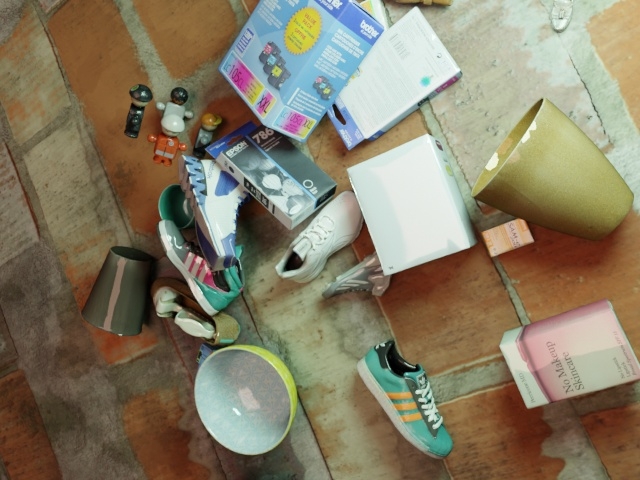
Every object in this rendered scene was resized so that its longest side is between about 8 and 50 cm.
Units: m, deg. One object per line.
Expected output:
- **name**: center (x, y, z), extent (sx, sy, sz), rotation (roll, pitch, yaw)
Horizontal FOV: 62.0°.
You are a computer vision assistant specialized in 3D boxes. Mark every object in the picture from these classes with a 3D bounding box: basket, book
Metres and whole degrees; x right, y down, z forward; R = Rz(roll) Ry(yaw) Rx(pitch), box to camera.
- **basket**: center (-0.603, 0.145, 1.618), extent (0.204, 0.154, 0.227), rotation (24, 100, 20)
- **book**: center (0.091, -0.519, 1.301), extent (0.144, 0.035, 0.096), rotation (-14, 90, 27)

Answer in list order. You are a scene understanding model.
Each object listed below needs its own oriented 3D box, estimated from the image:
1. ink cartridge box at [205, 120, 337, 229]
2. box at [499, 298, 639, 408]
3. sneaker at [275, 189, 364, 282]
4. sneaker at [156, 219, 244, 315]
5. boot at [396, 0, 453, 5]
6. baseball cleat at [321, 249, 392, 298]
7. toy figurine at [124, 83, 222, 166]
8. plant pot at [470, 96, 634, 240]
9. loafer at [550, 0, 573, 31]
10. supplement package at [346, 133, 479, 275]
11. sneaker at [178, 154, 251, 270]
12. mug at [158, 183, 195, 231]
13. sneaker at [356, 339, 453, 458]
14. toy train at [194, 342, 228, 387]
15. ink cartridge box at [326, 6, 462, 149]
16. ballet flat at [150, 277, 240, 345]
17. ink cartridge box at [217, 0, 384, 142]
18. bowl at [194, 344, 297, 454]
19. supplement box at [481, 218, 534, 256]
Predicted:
- **ink cartridge box**: center (-0.131, -0.190, 1.364), extent (0.332, 0.165, 0.065), rotation (42, 155, 16)
- **box**: center (0.519, 0.237, 1.117), extent (0.232, 0.127, 0.149), rotation (-26, 84, 24)
- **sneaker**: center (0.000, 0.000, 1.335), extent (0.111, 0.129, 0.297), rotation (43, 109, 18)
- **sneaker**: center (-0.301, 0.042, 1.448), extent (0.178, 0.124, 0.295), rotation (-30, 101, 4)
- **boot**: center (0.231, -0.673, 1.179), extent (0.220, 0.109, 0.283), rotation (23, 106, 23)
- **baseball cleat**: center (0.098, 0.111, 1.332), extent (0.206, 0.072, 0.109), rotation (-38, 85, 26)
- **toy figurine**: center (-0.402, -0.323, 1.446), extent (0.213, 0.209, 0.148), rotation (42, 126, 20)
- **plant pot**: center (0.478, -0.117, 1.072), extent (0.254, 0.237, 0.237), rotation (34, 108, 2)
- **loafer**: center (0.506, -0.502, 1.106), extent (0.045, 0.039, 0.125), rotation (13, 100, 23)
- **supplement package**: center (0.214, -0.079, 1.220), extent (0.204, 0.145, 0.262), rotation (-21, 86, 25)
- **sneaker**: center (-0.243, -0.095, 1.391), extent (0.315, 0.182, 0.127), rotation (69, 153, 16)
- **mug**: center (-0.390, -0.093, 1.523), extent (0.157, 0.097, 0.129), rotation (-22, 86, 25)
- **sneaker**: center (0.222, 0.376, 1.277), extent (0.302, 0.108, 0.121), rotation (48, 116, 15)
- **toy train**: center (-0.313, 0.383, 1.544), extent (0.105, 0.080, 0.184), rotation (28, 108, 30)
- **ink cartridge box**: center (0.154, -0.374, 1.268), extent (0.311, 0.065, 0.186), rotation (-34, 80, 21)
- **ballet flat**: center (-0.392, 0.207, 1.535), extent (0.342, 0.124, 0.116), rotation (30, 106, 20)
- **ink cartridge box**: center (-0.038, -0.480, 1.263), extent (0.395, 0.151, 0.270), rotation (-51, 57, 19)
- **bowl**: center (-0.175, 0.405, 1.432), extent (0.289, 0.156, 0.289), rotation (2, 97, 22)
- **supplement box**: center (0.419, -0.009, 1.191), extent (0.098, 0.036, 0.062), rotation (-24, 85, 24)
